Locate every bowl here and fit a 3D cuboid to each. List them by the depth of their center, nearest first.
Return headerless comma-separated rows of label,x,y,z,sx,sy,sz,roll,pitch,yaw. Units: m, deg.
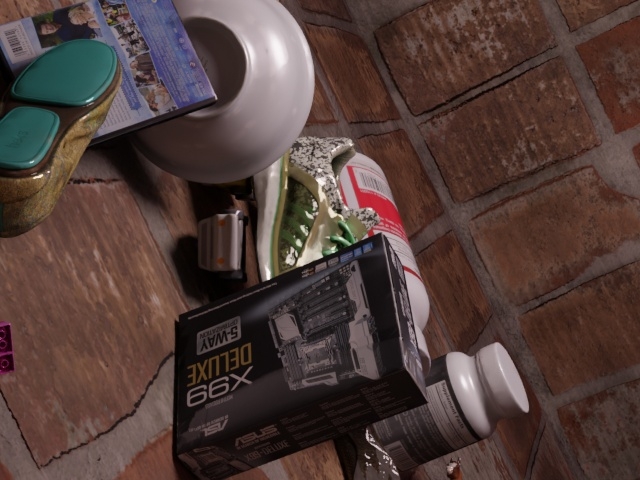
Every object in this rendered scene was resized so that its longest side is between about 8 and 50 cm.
bowl,-0.159,-0.231,1.637,0.134,0.298,0.297,11,54,-86

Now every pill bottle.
pill bottle,0.047,0.061,1.956,0.229,0.229,0.407,46,21,-46
pill bottle,0.208,0.290,2.052,0.162,0.278,0.162,56,18,-28

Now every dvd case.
dvd case,-0.273,-0.218,1.500,0.253,0.022,0.180,-24,88,-31

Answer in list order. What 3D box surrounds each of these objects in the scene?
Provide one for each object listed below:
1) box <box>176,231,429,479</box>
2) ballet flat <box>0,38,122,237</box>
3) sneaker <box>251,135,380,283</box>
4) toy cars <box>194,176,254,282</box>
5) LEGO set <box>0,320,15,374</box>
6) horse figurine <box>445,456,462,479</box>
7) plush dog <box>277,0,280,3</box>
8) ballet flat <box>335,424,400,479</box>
box,-0.032,0.147,1.485,0.076,0.308,0.242,57,18,-38
ballet flat,-0.316,-0.118,1.351,0.123,0.123,0.348,57,23,-24
sneaker,0.000,0.000,1.758,0.158,0.182,0.410,68,15,-67
toy cars,-0.150,-0.055,1.804,0.393,0.087,0.176,-88,179,-53
LEGO set,-0.353,0.013,1.088,0.087,0.093,0.227,-13,106,-39
horse figurine,0.270,0.557,2.228,0.263,0.066,0.174,63,22,5
plush dog,-0.168,-0.451,2.264,0.262,0.211,0.225,-59,142,-38
ballet flat,0.065,0.349,1.915,0.058,0.084,0.249,113,-43,-63
